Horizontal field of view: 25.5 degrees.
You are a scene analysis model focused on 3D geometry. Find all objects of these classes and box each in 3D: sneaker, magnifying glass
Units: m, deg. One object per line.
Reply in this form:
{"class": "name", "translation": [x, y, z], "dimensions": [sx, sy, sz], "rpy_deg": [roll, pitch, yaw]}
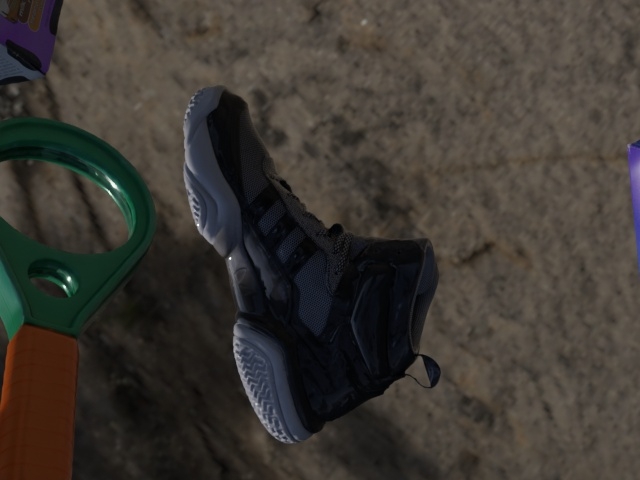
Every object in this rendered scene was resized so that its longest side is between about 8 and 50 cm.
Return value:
{"class": "sneaker", "translation": [0.000, 0.000, 1.020], "dimensions": [0.153, 0.101, 0.268], "rpy_deg": [-18, 79, 10]}
{"class": "magnifying glass", "translation": [-0.113, 0.025, 0.590], "dimensions": [0.092, 0.231, 0.026], "rpy_deg": [18, 128, -20]}

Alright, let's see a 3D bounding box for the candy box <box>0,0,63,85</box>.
{"class": "candy box", "translation": [-0.215, -0.195, 0.729], "dimensions": [0.070, 0.165, 0.196], "rpy_deg": [-6, 155, 32]}

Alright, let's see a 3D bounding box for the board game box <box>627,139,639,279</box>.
{"class": "board game box", "translation": [0.309, -0.001, 0.447], "dimensions": [0.347, 0.233, 0.078], "rpy_deg": [25, 134, 50]}
